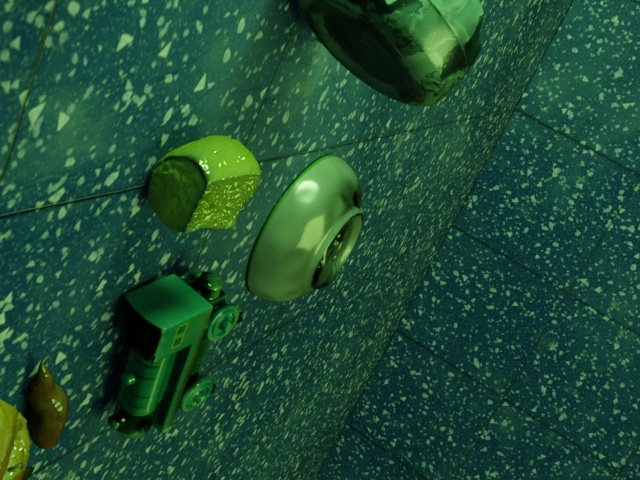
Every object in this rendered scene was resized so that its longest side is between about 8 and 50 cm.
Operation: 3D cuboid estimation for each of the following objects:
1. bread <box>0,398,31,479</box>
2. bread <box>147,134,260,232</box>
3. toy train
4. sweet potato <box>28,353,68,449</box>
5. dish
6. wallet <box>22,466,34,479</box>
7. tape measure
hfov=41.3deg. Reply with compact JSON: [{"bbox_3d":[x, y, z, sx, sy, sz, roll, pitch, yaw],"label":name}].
[{"bbox_3d":[-0.404,0.248,0.895,0.236,0.120,0.198,74,32,-64],"label":"bread"},{"bbox_3d":[-0.156,-0.076,1.119,0.114,0.111,0.129,-23,144,-57],"label":"bread"},{"bbox_3d":[-0.244,0.183,1.333,0.194,0.120,0.298,-24,144,-50],"label":"toy train"},{"bbox_3d":[-0.368,0.218,1.142,0.056,0.056,0.195,-43,153,-43],"label":"sweet potato"},{"bbox_3d":[0.000,0.000,1.682,0.324,0.124,0.324,-51,163,-23],"label":"dish"},{"bbox_3d":[-0.478,0.390,1.165,0.198,0.031,0.110,-58,164,2],"label":"wallet"},{"bbox_3d":[0.091,-0.310,1.146,0.147,0.275,0.256,-52,159,-7],"label":"tape measure"}]
